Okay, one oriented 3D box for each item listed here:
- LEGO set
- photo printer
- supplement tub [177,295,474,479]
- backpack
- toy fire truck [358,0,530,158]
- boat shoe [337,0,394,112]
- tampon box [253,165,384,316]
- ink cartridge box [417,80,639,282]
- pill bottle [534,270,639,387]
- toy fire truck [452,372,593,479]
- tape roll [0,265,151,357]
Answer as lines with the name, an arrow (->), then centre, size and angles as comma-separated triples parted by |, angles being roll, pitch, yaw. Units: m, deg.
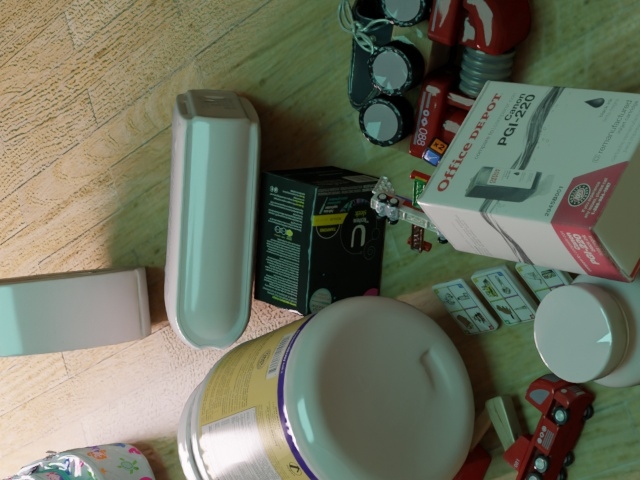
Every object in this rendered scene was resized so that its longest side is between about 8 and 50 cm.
LEGO set -> 0.164, -0.011, 1.780 | 0.182, 0.060, 0.244 | -18, 118, 47
photo printer -> -0.137, -0.021, 2.040 | 0.256, 0.107, 0.308 | -119, 32, -76
supplement tub -> -0.004, 0.212, 1.891 | 0.331, 0.241, 0.241 | -27, 76, 55
backpack -> -0.343, 0.408, 2.351 | 0.253, 0.191, 0.225 | -19, 81, 42
toy fire truck -> 0.176, -0.172, 1.749 | 0.246, 0.158, 0.217 | 21, 118, 22
boat shoe -> 0.072, -0.261, 1.873 | 0.095, 0.079, 0.255 | 42, 124, 35
tampon box -> 0.000, 0.000, 1.959 | 0.101, 0.120, 0.161 | 18, 109, 45
ink cartridge box -> 0.223, -0.061, 1.544 | 0.218, 0.092, 0.159 | 10, 62, 47
pill bottle -> 0.309, 0.076, 1.567 | 0.121, 0.216, 0.121 | 9, 102, 47
toy fire truck -> 0.218, 0.218, 1.811 | 0.135, 0.047, 0.192 | 38, 121, 39
tape roll -> -0.378, 0.098, 2.263 | 0.286, 0.286, 0.100 | -5, 91, 47
